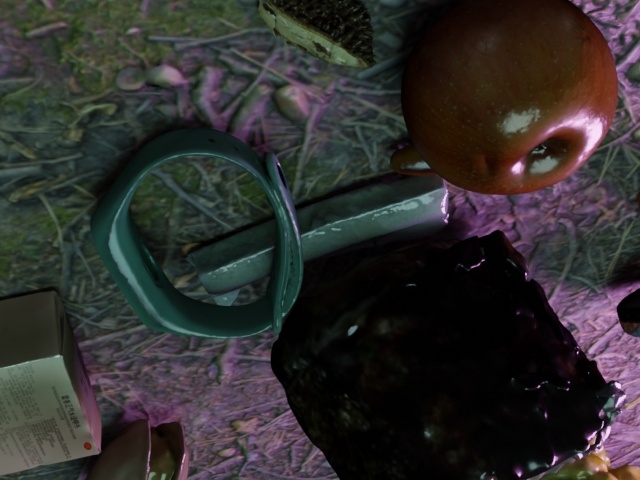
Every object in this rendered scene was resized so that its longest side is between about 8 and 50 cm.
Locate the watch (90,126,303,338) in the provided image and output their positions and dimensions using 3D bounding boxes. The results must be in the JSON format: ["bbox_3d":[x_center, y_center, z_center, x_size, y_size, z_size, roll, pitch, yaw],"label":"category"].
[{"bbox_3d":[-0.112,0.003,1.038,0.195,0.068,0.237,-21,122,5],"label":"watch"}]

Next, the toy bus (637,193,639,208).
[{"bbox_3d":[0.469,-0.022,1.239,0.194,0.083,0.088,17,139,-30],"label":"toy bus"}]

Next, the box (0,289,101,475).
[{"bbox_3d":[-0.344,0.165,1.160,0.168,0.095,0.212,-10,141,-6],"label":"box"}]

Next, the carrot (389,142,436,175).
[{"bbox_3d":[0.138,-0.091,1.071,0.139,0.048,0.048,-7,140,-10],"label":"carrot"}]

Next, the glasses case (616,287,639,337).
[{"bbox_3d":[0.534,0.058,1.324,0.321,0.082,0.122,-16,180,-2],"label":"glasses case"}]

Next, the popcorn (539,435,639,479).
[{"bbox_3d":[0.405,0.467,1.646,0.312,0.312,0.312,-10,140,-8],"label":"popcorn"}]

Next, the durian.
[{"bbox_3d":[0.005,-0.191,0.924,0.130,0.052,0.066,26,163,-36],"label":"durian"}]

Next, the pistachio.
[{"bbox_3d":[-0.236,0.321,1.345,0.126,0.152,0.223,14,114,-27],"label":"pistachio"}]

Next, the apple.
[{"bbox_3d":[0.171,-0.126,0.949,0.201,0.162,0.201,-10,138,-9],"label":"apple"}]

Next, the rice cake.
[{"bbox_3d":[0.001,-0.002,1.121,0.290,0.051,0.081,-20,132,6],"label":"rice cake"}]

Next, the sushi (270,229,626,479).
[{"bbox_3d":[0.138,0.162,1.148,0.299,0.294,0.281,-29,157,-16],"label":"sushi"}]
